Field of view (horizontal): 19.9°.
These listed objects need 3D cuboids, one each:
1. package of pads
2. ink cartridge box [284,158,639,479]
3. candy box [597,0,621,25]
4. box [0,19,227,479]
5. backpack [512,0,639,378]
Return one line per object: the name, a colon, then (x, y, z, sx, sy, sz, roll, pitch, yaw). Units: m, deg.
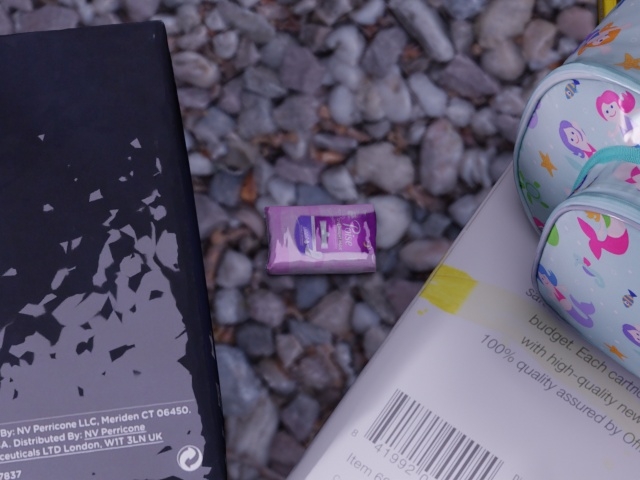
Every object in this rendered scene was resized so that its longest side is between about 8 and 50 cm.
package of pads: (0.000, 0.000, 1.335, 0.083, 0.032, 0.050, -1, 75, -5)
ink cartridge box: (0.166, 0.138, 1.237, 0.279, 0.160, 0.385, 35, 73, 6)
candy box: (0.319, -0.155, 1.416, 0.206, 0.027, 0.105, 2, 75, -4)
box: (-0.163, 0.055, 1.164, 0.182, 0.296, 0.294, -8, 73, -7)
backpack: (0.233, -0.019, 1.094, 0.191, 0.225, 0.253, -41, 75, -21)
